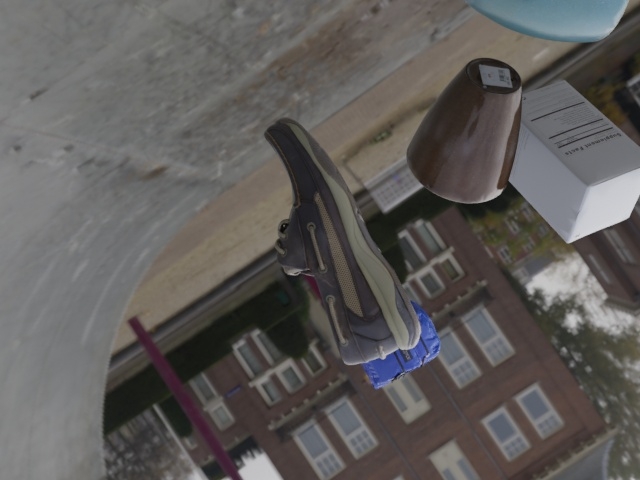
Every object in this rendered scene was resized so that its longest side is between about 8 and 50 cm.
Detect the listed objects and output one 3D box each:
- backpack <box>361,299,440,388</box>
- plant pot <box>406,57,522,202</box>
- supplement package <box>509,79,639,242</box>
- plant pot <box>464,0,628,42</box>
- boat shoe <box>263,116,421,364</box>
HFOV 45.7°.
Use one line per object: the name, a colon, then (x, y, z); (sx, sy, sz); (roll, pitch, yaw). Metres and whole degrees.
backpack: (0.112, 0.152, 1.100); (0.120, 0.098, 0.101); (-27, -164, 0)
plant pot: (0.298, -0.228, 1.468); (0.215, 0.215, 0.230); (-33, 153, -32)
supplement package: (0.528, -0.173, 1.633); (0.175, 0.293, 0.177); (-20, 143, -17)
plant pot: (0.300, -0.427, 1.099); (0.196, 0.290, 0.290); (-7, 176, -4)
boat shoe: (0.000, 0.000, 0.993); (0.130, 0.355, 0.132); (-29, 163, 2)
